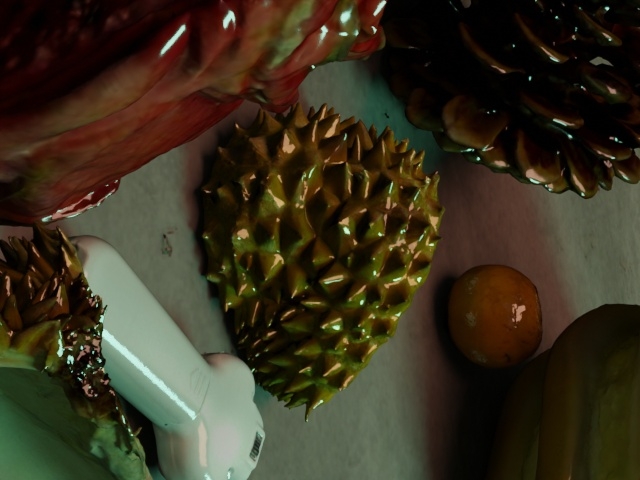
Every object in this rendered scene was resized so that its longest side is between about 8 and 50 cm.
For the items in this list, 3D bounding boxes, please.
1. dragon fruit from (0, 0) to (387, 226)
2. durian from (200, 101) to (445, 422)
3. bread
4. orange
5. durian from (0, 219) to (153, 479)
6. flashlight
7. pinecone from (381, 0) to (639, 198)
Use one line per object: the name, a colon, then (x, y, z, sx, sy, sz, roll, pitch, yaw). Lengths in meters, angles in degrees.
dragon fruit: (-0.047, -0.094, 0.999, 0.228, 0.329, 0.286, 60, 36, -44)
durian: (0.002, -0.001, 1.269, 0.182, 0.165, 0.132, -44, 161, -20)
bread: (0.236, 0.180, 1.481, 0.270, 0.211, 0.316, 116, -19, -63)
orange: (0.132, 0.058, 1.504, 0.083, 0.070, 0.083, -7, 90, -75)
durian: (-0.132, 0.073, 0.978, 0.144, 0.139, 0.252, -57, 164, -32)
flashlight: (-0.100, 0.071, 1.138, 0.200, 0.047, 0.093, 50, 43, -39)
pinecone: (0.186, -0.170, 1.438, 0.246, 0.292, 0.246, 23, 35, -17)
